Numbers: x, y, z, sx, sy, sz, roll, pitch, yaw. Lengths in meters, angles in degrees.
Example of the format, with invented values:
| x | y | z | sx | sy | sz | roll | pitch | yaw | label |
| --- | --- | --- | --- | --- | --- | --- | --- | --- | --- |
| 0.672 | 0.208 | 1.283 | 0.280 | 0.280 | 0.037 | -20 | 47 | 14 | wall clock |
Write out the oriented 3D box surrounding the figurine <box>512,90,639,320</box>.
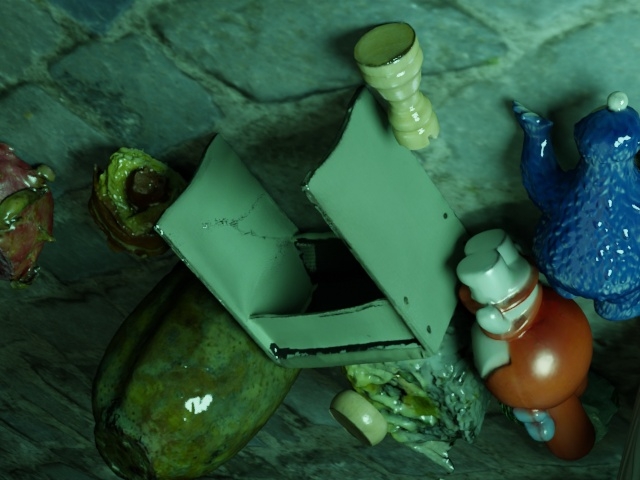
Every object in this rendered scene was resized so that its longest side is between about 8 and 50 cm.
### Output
| x | y | z | sx | sy | sz | roll | pitch | yaw | label |
| --- | --- | --- | --- | --- | --- | --- | --- | --- | --- |
| 0.268 | -0.022 | 0.847 | 0.164 | 0.121 | 0.262 | 6 | 137 | 34 | figurine |

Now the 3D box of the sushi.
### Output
| x | y | z | sx | sy | sz | roll | pitch | yaw | label |
| --- | --- | --- | --- | --- | --- | --- | --- | --- | --- |
| 0.140 | 0.179 | 1.169 | 0.184 | 0.139 | 0.274 | 10 | 144 | 28 | sushi |

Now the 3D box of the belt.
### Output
| x | y | z | sx | sy | sz | roll | pitch | yaw | label |
| --- | --- | --- | --- | --- | --- | --- | --- | --- | --- |
| 0.308 | 0.216 | 1.151 | 0.151 | 0.079 | 0.121 | 15 | 142 | 17 | belt |

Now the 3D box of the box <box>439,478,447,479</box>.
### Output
| x | y | z | sx | sy | sz | roll | pitch | yaw | label |
| --- | --- | --- | --- | --- | --- | --- | --- | --- | --- |
| 0.205 | 0.462 | 1.521 | 0.024 | 0.083 | 0.054 | 11 | 141 | 21 | box |

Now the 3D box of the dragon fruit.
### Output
| x | y | z | sx | sy | sz | roll | pitch | yaw | label |
| --- | --- | --- | --- | --- | --- | --- | --- | --- | --- |
| -0.499 | -0.063 | 1.318 | 0.211 | 0.147 | 0.282 | -5 | 130 | 51 | dragon fruit |

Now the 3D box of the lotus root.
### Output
| x | y | z | sx | sy | sz | roll | pitch | yaw | label |
| --- | --- | --- | --- | --- | --- | --- | --- | --- | --- |
| -0.159 | 0.171 | 1.199 | 0.250 | 0.346 | 0.250 | 22 | 140 | 20 | lotus root |

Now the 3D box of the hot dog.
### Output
| x | y | z | sx | sy | sz | roll | pitch | yaw | label |
| --- | --- | --- | --- | --- | --- | --- | --- | --- | --- |
| -0.252 | -0.037 | 1.197 | 0.146 | 0.103 | 0.213 | 30 | 146 | -4 | hot dog |

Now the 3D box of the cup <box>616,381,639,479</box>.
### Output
| x | y | z | sx | sy | sz | roll | pitch | yaw | label |
| --- | --- | --- | --- | --- | --- | --- | --- | --- | --- |
| 0.416 | 0.179 | 0.865 | 0.208 | 0.273 | 0.288 | 12 | 141 | 22 | cup |

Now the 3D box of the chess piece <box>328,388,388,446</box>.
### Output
| x | y | z | sx | sy | sz | roll | pitch | yaw | label |
| --- | --- | --- | --- | --- | --- | --- | --- | --- | --- |
| 0.050 | 0.233 | 1.157 | 0.083 | 0.038 | 0.084 | 36 | 160 | 15 | chess piece |

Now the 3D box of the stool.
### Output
| x | y | z | sx | sy | sz | roll | pitch | yaw | label |
| --- | --- | --- | --- | --- | --- | --- | --- | --- | --- |
| 0.000 | 0.000 | 1.016 | 0.243 | 0.170 | 0.270 | -12 | 128 | 41 | stool |

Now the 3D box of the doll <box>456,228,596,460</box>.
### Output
| x | y | z | sx | sy | sz | roll | pitch | yaw | label |
| --- | --- | --- | --- | --- | --- | --- | --- | --- | --- |
| 0.244 | 0.124 | 1.008 | 0.130 | 0.161 | 0.290 | -15 | 119 | 32 | doll |

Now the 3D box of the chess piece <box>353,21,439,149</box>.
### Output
| x | y | z | sx | sy | sz | roll | pitch | yaw | label |
| --- | --- | --- | --- | --- | --- | --- | --- | --- | --- |
| 0.080 | -0.147 | 0.870 | 0.066 | 0.066 | 0.122 | 5 | 141 | 30 | chess piece |
